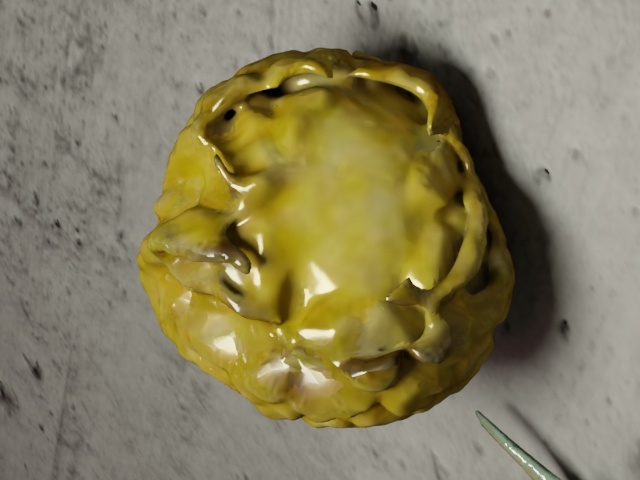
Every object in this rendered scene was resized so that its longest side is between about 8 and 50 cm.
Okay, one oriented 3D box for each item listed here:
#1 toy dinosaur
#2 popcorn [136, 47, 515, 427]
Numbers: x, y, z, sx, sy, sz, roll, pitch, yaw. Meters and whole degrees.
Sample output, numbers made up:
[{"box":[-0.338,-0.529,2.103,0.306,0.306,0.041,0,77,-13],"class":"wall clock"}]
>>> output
[{"box":[0.171,0.190,1.250,0.187,0.044,0.106,28,148,41],"class":"toy dinosaur"},{"box":[0.000,0.000,1.217,0.250,0.250,0.190,55,-178,20],"class":"popcorn"}]
